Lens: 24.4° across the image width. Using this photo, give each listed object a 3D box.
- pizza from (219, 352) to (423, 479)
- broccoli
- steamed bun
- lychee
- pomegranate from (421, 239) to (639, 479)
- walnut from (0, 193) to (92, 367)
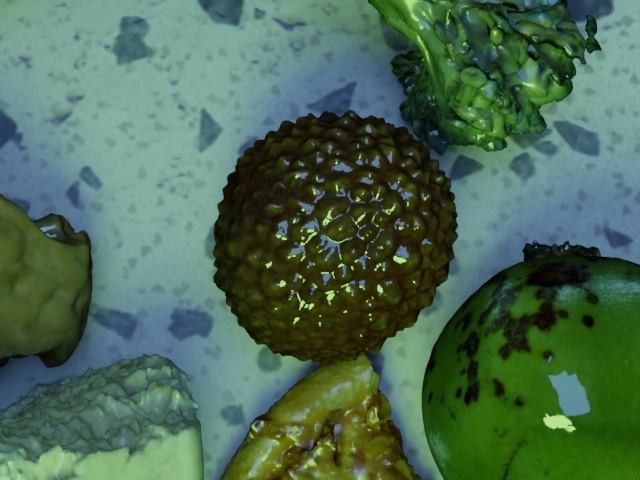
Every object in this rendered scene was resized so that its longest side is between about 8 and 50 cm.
[{"bbox_3d":[0.013,0.256,1.189,0.226,0.086,0.335,20,77,3],"label":"pizza"},{"bbox_3d":[0.087,-0.168,1.198,0.275,0.177,0.198,22,49,-38],"label":"broccoli"},{"bbox_3d":[-0.199,0.207,1.094,0.272,0.290,0.273,-29,99,-13],"label":"steamed bun"},{"bbox_3d":[0.000,0.000,1.188,0.238,0.200,0.200,-18,77,35],"label":"lychee"},{"bbox_3d":[0.201,0.114,1.152,0.254,0.254,0.270,-5,65,-4],"label":"pomegranate"},{"bbox_3d":[-0.300,0.033,1.154,0.238,0.204,0.141,-5,40,-3],"label":"walnut"}]
